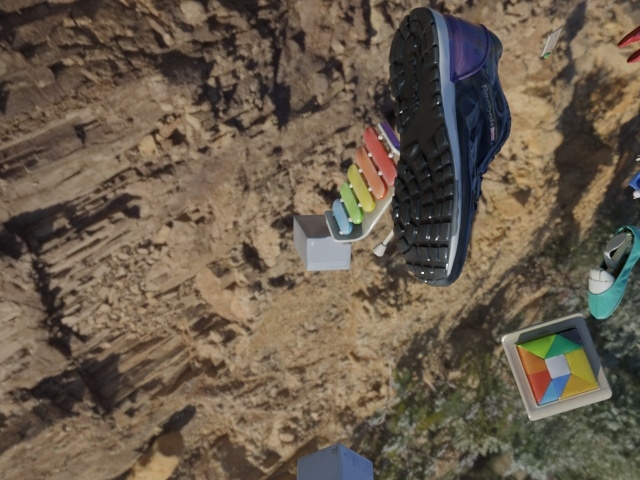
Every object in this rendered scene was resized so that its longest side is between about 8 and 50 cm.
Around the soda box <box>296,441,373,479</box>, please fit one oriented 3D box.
[{"bbox_3d":[0.016,0.349,0.557,0.074,0.216,0.069,-32,123,27],"label":"soda box"}]

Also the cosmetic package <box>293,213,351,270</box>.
[{"bbox_3d":[0.000,0.000,1.429,0.127,0.238,0.107,-1,111,-10],"label":"cosmetic package"}]

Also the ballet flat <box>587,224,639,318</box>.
[{"bbox_3d":[0.704,0.068,1.219,0.247,0.087,0.083,-58,-164,-6],"label":"ballet flat"}]

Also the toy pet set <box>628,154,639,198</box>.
[{"bbox_3d":[0.641,-0.134,0.999,0.114,0.122,0.065,20,162,-33],"label":"toy pet set"}]

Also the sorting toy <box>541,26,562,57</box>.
[{"bbox_3d":[0.566,-0.483,1.245,0.062,0.012,0.083,-38,152,-25],"label":"sorting toy"}]

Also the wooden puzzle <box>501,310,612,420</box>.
[{"bbox_3d":[0.612,0.325,1.297,0.221,0.239,0.044,-18,176,2],"label":"wooden puzzle"}]

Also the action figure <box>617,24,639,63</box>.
[{"bbox_3d":[0.554,-0.201,0.810,0.139,0.280,0.091,-41,-157,42],"label":"action figure"}]

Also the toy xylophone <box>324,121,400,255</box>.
[{"bbox_3d":[0.128,-0.114,1.220,0.081,0.236,0.323,9,124,-29],"label":"toy xylophone"}]

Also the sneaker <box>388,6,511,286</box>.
[{"bbox_3d":[0.151,-0.094,0.523,0.124,0.283,0.107,0,180,-23],"label":"sneaker"}]
